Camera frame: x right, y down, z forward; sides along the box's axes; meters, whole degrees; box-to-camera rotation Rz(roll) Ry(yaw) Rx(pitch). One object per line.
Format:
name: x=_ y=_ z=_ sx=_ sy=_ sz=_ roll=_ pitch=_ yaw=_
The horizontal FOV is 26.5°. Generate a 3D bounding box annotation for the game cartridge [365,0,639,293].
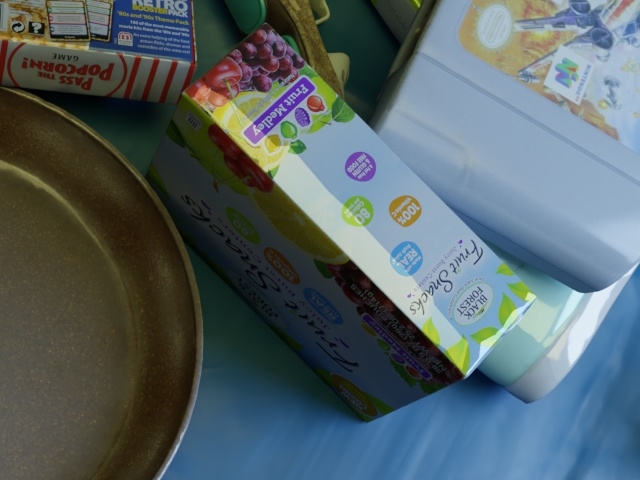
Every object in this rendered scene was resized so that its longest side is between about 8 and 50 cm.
game cartridge: x=0.163 y=-0.130 z=0.826 sx=0.198 sy=0.062 sz=0.297 roll=27 pitch=72 yaw=-7

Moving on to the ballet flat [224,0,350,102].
ballet flat: x=-0.016 y=-0.129 z=0.875 sx=0.067 sy=0.073 sz=0.206 roll=-10 pitch=79 yaw=-36

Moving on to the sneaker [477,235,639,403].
sneaker: x=0.144 y=-0.039 z=0.880 sx=0.151 sy=0.094 sz=0.256 roll=38 pitch=65 yaw=-4

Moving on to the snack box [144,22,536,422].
snack box: x=0.000 y=0.000 z=0.777 sx=0.207 sy=0.174 sz=0.070 roll=47 pitch=68 yaw=0

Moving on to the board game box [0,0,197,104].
board game box: x=-0.154 y=-0.180 z=0.834 sx=0.146 sy=0.045 sz=0.193 roll=6 pitch=58 yaw=-17

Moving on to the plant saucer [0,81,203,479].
plant saucer: x=-0.220 y=0.049 z=0.743 sx=0.310 sy=0.050 sz=0.311 roll=7 pitch=64 yaw=-15

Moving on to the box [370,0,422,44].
box: x=0.103 y=-0.158 z=0.928 sx=0.109 sy=0.042 sz=0.178 roll=-28 pitch=80 yaw=-27
